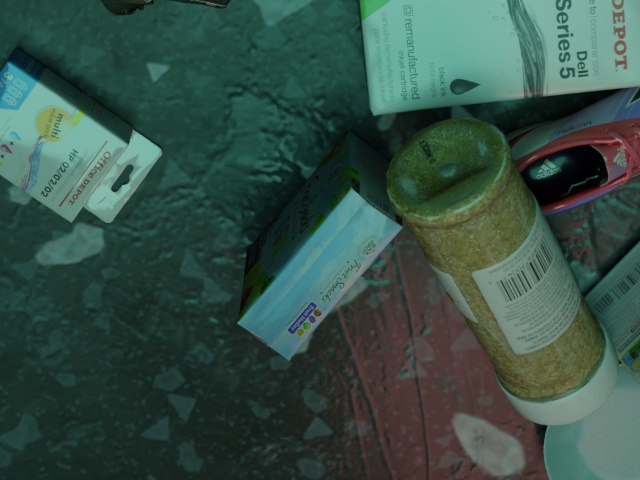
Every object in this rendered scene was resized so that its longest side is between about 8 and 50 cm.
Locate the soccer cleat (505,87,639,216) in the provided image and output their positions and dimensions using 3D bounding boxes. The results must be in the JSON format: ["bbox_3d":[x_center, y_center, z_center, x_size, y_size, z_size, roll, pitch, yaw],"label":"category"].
[{"bbox_3d":[0.313,-0.104,1.770,0.318,0.116,0.108,-24,108,8],"label":"soccer cleat"}]

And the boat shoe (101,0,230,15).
[{"bbox_3d":[-0.192,-0.254,1.736,0.224,0.080,0.073,14,114,0],"label":"boat shoe"}]

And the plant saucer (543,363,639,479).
[{"bbox_3d":[0.333,0.212,1.923,0.195,0.037,0.195,0,110,-1],"label":"plant saucer"}]

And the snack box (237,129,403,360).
[{"bbox_3d":[0.000,0.000,1.754,0.070,0.207,0.174,37,106,-13],"label":"snack box"}]

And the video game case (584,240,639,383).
[{"bbox_3d":[0.394,0.059,1.801,0.227,0.206,0.026,-47,144,14],"label":"video game case"}]

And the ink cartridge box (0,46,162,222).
[{"bbox_3d":[-0.260,-0.094,1.795,0.181,0.061,0.104,34,106,-12],"label":"ink cartridge box"}]

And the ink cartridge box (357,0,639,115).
[{"bbox_3d":[0.171,-0.240,1.721,0.273,0.115,0.198,-6,109,1],"label":"ink cartridge box"}]

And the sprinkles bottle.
[{"bbox_3d":[0.180,0.036,1.716,0.121,0.121,0.355,-26,135,8],"label":"sprinkles bottle"}]
